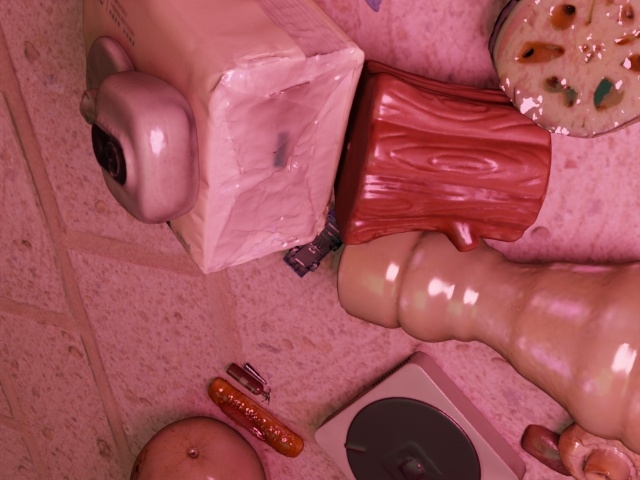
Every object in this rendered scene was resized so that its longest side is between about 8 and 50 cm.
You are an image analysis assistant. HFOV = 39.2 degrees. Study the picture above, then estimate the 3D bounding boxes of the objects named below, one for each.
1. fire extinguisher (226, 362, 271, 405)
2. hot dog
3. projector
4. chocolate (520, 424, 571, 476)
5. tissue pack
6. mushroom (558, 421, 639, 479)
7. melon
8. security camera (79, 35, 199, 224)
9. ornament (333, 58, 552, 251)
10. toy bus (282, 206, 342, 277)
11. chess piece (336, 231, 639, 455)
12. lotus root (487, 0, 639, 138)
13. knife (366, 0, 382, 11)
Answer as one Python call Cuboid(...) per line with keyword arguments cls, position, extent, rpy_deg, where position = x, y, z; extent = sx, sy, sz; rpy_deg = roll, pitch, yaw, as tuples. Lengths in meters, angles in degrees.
Cuboid(cls="fire extinguisher", position=(-0.123, 0.255, 1.646), extent=(0.100, 0.032, 0.046), rpy_deg=(36, 101, 7))
Cuboid(cls="hot dog", position=(-0.128, 0.341, 1.695), extent=(0.216, 0.047, 0.066), rpy_deg=(38, 138, 5))
Cuboid(cls="projector", position=(0.159, 0.340, 1.458), extent=(0.259, 0.079, 0.257), rpy_deg=(48, 121, 1))
Cuboid(cls="chocolate", position=(0.353, 0.323, 1.368), extent=(0.101, 0.031, 0.064), rpy_deg=(30, 129, 14))
Cuboid(cls="tissue pack", position=(-0.137, -0.197, 1.094), extent=(0.380, 0.207, 0.297), rpy_deg=(51, 144, 36))
Cuboid(cls="mushroom", position=(0.407, 0.293, 1.253), extent=(0.148, 0.112, 0.148), rpy_deg=(23, 141, 20))
Cuboid(cls="melon", position=(-0.235, 0.493, 1.727), extent=(0.269, 0.268, 0.330), rpy_deg=(25, 140, 17))
Cuboid(cls="security camera", position=(-0.223, -0.127, 0.991), extent=(0.301, 0.080, 0.157), rpy_deg=(38, 135, 50))
Cuboid(cls="ornament", position=(0.137, -0.091, 1.041), extent=(0.218, 0.221, 0.235), rpy_deg=(7, 157, -9))
Cuboid(cls="toy bus", position=(0.000, 0.000, 1.344), extent=(0.051, 0.061, 0.153), rpy_deg=(43, 137, -3))
Cuboid(cls="chess piece", position=(0.246, 0.085, 1.130), extent=(0.442, 0.234, 0.234), rpy_deg=(20, 131, 26))
Cuboid(cls="lotus root", position=(0.291, -0.208, 0.953), extent=(0.204, 0.078, 0.183), rpy_deg=(-19, 100, 34))
Cuboid(cls="knife", position=(0.071, -0.409, 1.027), extent=(0.045, 0.019, 0.313), rpy_deg=(20, 133, 18))
